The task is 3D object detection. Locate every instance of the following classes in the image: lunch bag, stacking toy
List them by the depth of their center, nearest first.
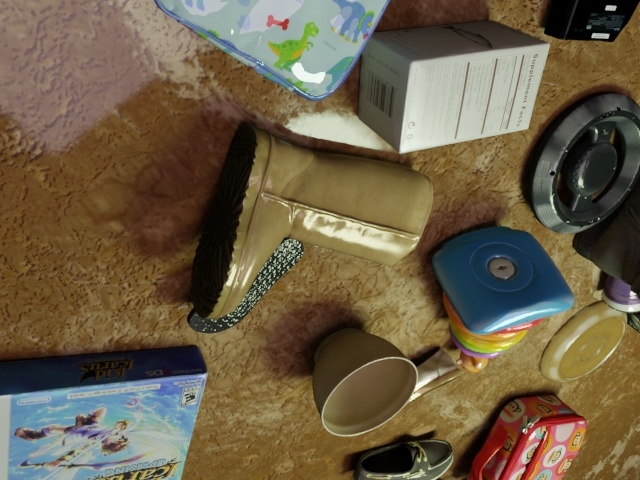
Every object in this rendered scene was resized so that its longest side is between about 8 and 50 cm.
[{"bbox_3d":[-0.040,-0.246,0.499,0.218,0.090,0.176,24,106,-40],"label":"lunch bag"},{"bbox_3d":[0.274,0.134,0.922,0.175,0.166,0.302,-15,140,-7],"label":"stacking toy"},{"bbox_3d":[0.460,0.501,1.288,0.258,0.120,0.293,7,110,-31],"label":"lunch bag"}]

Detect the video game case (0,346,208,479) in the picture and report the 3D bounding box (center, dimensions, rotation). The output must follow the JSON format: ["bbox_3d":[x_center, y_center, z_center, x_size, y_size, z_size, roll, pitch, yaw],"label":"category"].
[{"bbox_3d":[-0.305,0.260,0.736,0.269,0.061,0.245,1,123,-30],"label":"video game case"}]

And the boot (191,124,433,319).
[{"bbox_3d":[0.000,0.000,0.682,0.269,0.089,0.236,12,105,-36],"label":"boot"}]

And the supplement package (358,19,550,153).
[{"bbox_3d":[0.147,-0.180,0.637,0.179,0.105,0.105,-14,128,-21],"label":"supplement package"}]

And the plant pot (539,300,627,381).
[{"bbox_3d":[0.593,0.233,1.235,0.236,0.032,0.237,-15,129,-19],"label":"plant pot"}]

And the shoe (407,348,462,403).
[{"bbox_3d":[0.147,0.269,1.003,0.218,0.058,0.076,-28,163,-4],"label":"shoe"}]

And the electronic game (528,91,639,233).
[{"bbox_3d":[0.423,-0.117,0.875,0.229,0.048,0.230,-11,119,-21],"label":"electronic game"}]

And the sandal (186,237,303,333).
[{"bbox_3d":[-0.098,0.053,0.721,0.179,0.040,0.067,-41,140,-16],"label":"sandal"}]

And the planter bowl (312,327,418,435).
[{"bbox_3d":[0.053,0.205,0.862,0.162,0.109,0.162,-15,128,-20],"label":"planter bowl"}]

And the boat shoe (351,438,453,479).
[{"bbox_3d":[0.174,0.448,1.124,0.227,0.081,0.069,-10,131,-20],"label":"boat shoe"}]

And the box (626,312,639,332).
[{"bbox_3d":[0.789,0.174,1.200,0.147,0.180,0.078,-34,132,-3],"label":"box"}]

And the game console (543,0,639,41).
[{"bbox_3d":[0.262,-0.343,0.627,0.361,0.044,0.213,-7,124,-26],"label":"game console"}]

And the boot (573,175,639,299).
[{"bbox_3d":[0.600,-0.048,0.905,0.118,0.223,0.338,8,118,-32],"label":"boot"}]

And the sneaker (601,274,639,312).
[{"bbox_3d":[0.703,0.043,1.114,0.283,0.107,0.124,-20,124,-15],"label":"sneaker"}]
